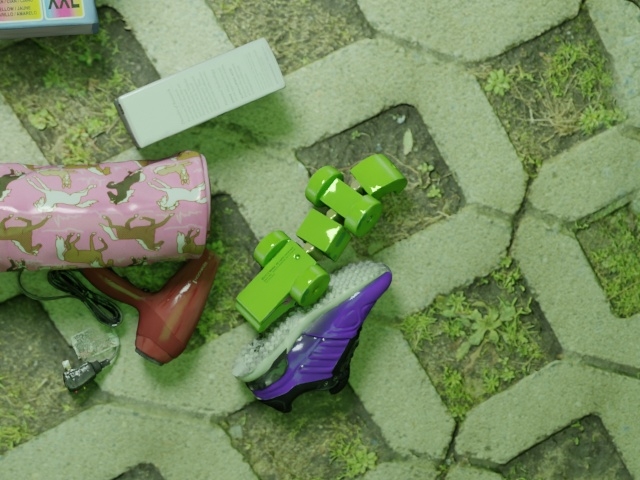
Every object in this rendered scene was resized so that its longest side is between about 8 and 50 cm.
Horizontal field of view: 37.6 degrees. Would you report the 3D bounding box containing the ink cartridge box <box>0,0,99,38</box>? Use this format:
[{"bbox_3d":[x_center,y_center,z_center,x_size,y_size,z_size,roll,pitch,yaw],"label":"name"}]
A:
[{"bbox_3d":[-0.457,-0.471,1.253,0.270,0.151,0.395,-8,97,-15],"label":"ink cartridge box"}]

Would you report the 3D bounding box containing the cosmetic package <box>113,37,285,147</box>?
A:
[{"bbox_3d":[-0.178,-0.214,1.375,0.231,0.117,0.085,-26,101,-10],"label":"cosmetic package"}]

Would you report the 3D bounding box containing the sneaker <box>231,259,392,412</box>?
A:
[{"bbox_3d":[0.012,0.160,1.488,0.293,0.102,0.146,-39,109,-3],"label":"sneaker"}]

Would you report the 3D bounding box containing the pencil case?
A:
[{"bbox_3d":[-0.349,-0.041,1.321,0.386,0.167,0.160,-4,102,-15],"label":"pencil case"}]

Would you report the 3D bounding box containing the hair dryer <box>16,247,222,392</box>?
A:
[{"bbox_3d":[-0.281,0.086,1.400,0.294,0.080,0.223,-20,101,-13],"label":"hair dryer"}]

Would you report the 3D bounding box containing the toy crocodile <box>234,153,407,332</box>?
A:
[{"bbox_3d":[0.000,0.000,1.463,0.115,0.105,0.340,37,85,25],"label":"toy crocodile"}]
